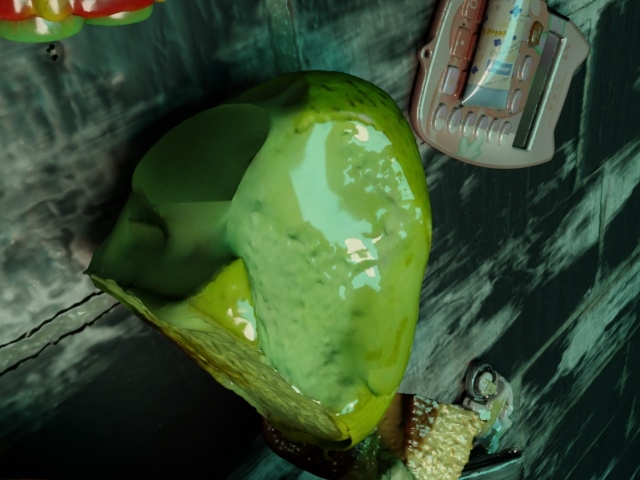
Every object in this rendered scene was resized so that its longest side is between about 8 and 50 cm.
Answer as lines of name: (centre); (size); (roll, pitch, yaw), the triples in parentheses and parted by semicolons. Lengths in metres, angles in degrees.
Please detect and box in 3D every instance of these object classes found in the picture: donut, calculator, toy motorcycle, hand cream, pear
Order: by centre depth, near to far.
pear: (0.000, 0.000, 0.510); (0.286, 0.176, 0.282); (49, 58, -33)
hand cream: (0.201, -0.233, 0.687); (0.065, 0.043, 0.171); (0, 114, -24)
donut: (0.025, 0.213, 0.695); (0.295, 0.151, 0.112); (27, 57, -22)
calculator: (0.224, -0.203, 0.779); (0.329, 0.048, 0.220); (2, 109, -44)
toy motorcycle: (0.283, 0.317, 1.085); (0.151, 0.074, 0.229); (3, 98, -41)

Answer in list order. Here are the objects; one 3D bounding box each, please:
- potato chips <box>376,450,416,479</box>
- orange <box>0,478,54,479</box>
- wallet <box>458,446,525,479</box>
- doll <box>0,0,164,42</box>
potato chips: (-0.018, 0.352, 0.485); (0.389, 0.097, 0.373); (-55, 170, -6)
orange: (-0.223, 0.311, 0.392); (0.312, 0.312, 0.312); (-23, 125, -37)
wallet: (0.221, 0.494, 1.060); (0.237, 0.075, 0.342); (-9, 120, -9)
doll: (-0.142, -0.279, 0.273); (0.182, 0.160, 0.363); (-25, 126, -34)
